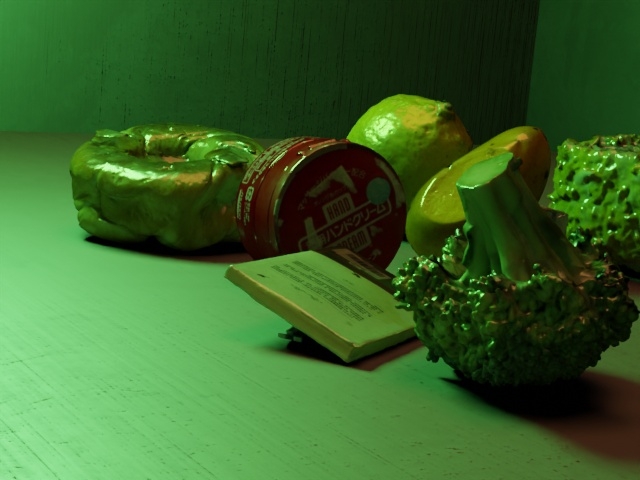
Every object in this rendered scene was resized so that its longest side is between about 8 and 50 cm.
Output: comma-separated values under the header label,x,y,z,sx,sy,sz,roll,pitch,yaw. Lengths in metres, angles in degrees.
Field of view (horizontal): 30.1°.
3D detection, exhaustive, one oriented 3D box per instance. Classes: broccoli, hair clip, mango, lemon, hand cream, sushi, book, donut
label,x,y,z,sx,sy,sz,roll,pitch,yaw
broccoli,0.212,0.056,1.328,0.260,0.235,0.288,39,-17,-28
hair clip,-0.024,0.100,1.461,0.030,0.039,0.115,4,12,11
mango,0.272,-0.070,1.985,0.160,0.290,0.191,46,0,29
lemon,0.161,-0.149,2.272,0.253,0.310,0.253,18,39,-15
hand cream,-0.002,-0.041,1.735,0.230,0.230,0.149,-1,11,-31
sushi,0.635,-0.063,2.149,0.396,0.240,0.351,-5,14,-40
book,0.032,0.070,1.511,0.201,0.026,0.289,33,20,24
donut,-0.244,-0.091,2.037,0.360,0.170,0.360,3,21,-1

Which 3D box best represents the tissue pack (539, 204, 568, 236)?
label,x,y,z,sx,sy,sz,roll,pitch,yaw
tissue pack,0.363,-0.011,2.076,0.060,0.109,0.148,2,10,-25
